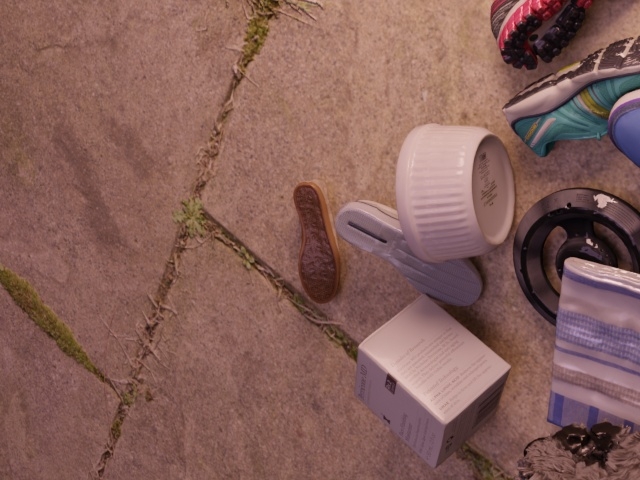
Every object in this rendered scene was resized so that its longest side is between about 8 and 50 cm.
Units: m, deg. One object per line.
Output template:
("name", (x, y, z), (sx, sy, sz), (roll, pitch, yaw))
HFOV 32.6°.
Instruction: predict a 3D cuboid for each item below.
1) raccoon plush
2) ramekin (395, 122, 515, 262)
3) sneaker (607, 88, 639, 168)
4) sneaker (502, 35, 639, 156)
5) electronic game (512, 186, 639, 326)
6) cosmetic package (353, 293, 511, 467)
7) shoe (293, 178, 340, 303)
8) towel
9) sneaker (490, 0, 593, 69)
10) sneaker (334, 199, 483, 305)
("raccoon plush", (0.365, 0.452, 1.454), (0.216, 0.446, 0.299), (-1, 112, 19))
("ramekin", (0.203, -0.070, 1.593), (0.109, 0.207, 0.207), (-2, 100, 32))
("sneaker", (0.467, -0.056, 1.310), (0.323, 0.236, 0.130), (27, 135, 19))
("sneaker", (0.380, -0.196, 1.494), (0.275, 0.107, 0.110), (-23, 105, 46))
("electronic game", (0.381, 0.035, 1.566), (0.229, 0.048, 0.229), (16, 118, 32))
("cosmetic package", (0.168, 0.216, 1.694), (0.184, 0.151, 0.151), (40, 151, 26))
("shoe", (0.000, 0.000, 1.883), (0.076, 0.058, 0.219), (-1, 106, 20))
("towel", (0.423, 0.172, 1.540), (0.209, 0.034, 0.285), (18, 121, 31))
("sneaker", (0.335, -0.369, 1.463), (0.299, 0.121, 0.112), (-43, 42, 31))
("sneaker", (0.148, 0.007, 1.735), (0.258, 0.091, 0.094), (34, 118, 5))
